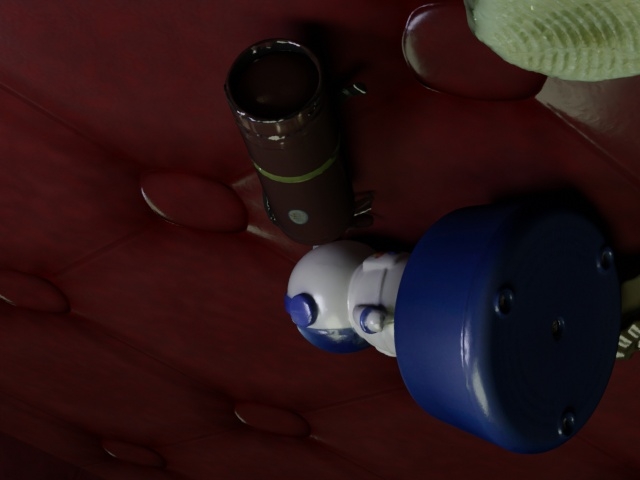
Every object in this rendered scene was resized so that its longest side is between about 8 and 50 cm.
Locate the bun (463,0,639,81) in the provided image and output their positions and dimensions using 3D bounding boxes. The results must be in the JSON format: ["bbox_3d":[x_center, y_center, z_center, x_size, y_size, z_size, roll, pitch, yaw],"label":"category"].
[{"bbox_3d":[0.200,-0.207,0.897,0.195,0.118,0.195,9,164,3],"label":"bun"}]

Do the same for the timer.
[{"bbox_3d":[0.117,0.078,1.355,0.383,0.270,0.270,6,153,45],"label":"timer"}]

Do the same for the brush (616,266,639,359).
[{"bbox_3d":[0.400,0.039,1.280,0.071,0.084,0.301,-9,157,-32],"label":"brush"}]

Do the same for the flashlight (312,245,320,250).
[{"bbox_3d":[0.000,0.000,1.469,0.018,0.018,0.083,11,151,2],"label":"flashlight"}]

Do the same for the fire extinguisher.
[{"bbox_3d":[-0.007,-0.084,1.247,0.141,0.105,0.341,-11,154,4],"label":"fire extinguisher"}]
